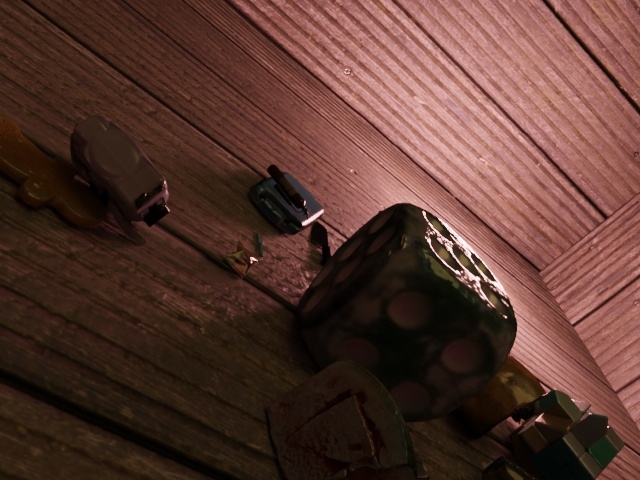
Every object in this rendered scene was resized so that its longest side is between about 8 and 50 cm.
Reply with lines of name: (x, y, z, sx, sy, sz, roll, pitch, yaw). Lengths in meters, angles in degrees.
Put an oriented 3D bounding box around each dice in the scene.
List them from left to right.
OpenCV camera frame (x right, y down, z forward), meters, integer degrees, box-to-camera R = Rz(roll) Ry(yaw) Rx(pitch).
dice: (0.172, 0.142, 1.349, 0.348, 0.328, 0.330, 41, 20, -15)

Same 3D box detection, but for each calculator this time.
calculator: (-0.085, -0.103, 1.708, 0.173, 0.051, 0.293, 45, 20, 2)

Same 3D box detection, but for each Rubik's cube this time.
Rubik's cube: (0.604, 0.499, 1.636, 0.224, 0.265, 0.213, -20, 66, -41)

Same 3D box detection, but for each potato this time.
potato: (0.384, 0.330, 1.594, 0.266, 0.229, 0.229, 53, 21, 24)

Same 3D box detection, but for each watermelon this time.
watermelon: (0.033, 0.338, 1.030, 0.261, 0.201, 0.212, 87, -17, -45)

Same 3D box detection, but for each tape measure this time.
tape measure: (-0.338, -0.105, 1.095, 0.196, 0.105, 0.178, 44, -15, 15)

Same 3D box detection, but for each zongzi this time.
zongzi: (0.464, 0.575, 1.434, 0.221, 0.112, 0.242, 54, 14, 22)

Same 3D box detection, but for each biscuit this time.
biscuit: (-0.446, -0.101, 1.031, 0.234, 0.030, 0.153, 40, 22, -17)

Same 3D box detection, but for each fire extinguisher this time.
fire extinguisher: (-0.084, -0.124, 1.630, 0.173, 0.035, 0.049, 51, 17, 23)

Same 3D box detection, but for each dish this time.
dish: (0.170, 0.436, 1.207, 0.137, 0.039, 0.091, 14, 37, -57)

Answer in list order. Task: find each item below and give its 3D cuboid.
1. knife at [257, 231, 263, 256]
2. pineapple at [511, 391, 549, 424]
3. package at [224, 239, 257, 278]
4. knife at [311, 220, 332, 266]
knife: (-0.137, 0.008, 1.464, 0.014, 0.005, 0.091, 37, 22, -28)
pineapple: (0.599, 0.471, 1.828, 0.340, 0.169, 0.169, 37, 22, -11)
package: (-0.162, 0.037, 1.329, 0.059, 0.029, 0.083, 50, 30, -10)
knife: (0.000, 0.000, 1.728, 0.060, 0.028, 0.230, 26, 24, -16)
